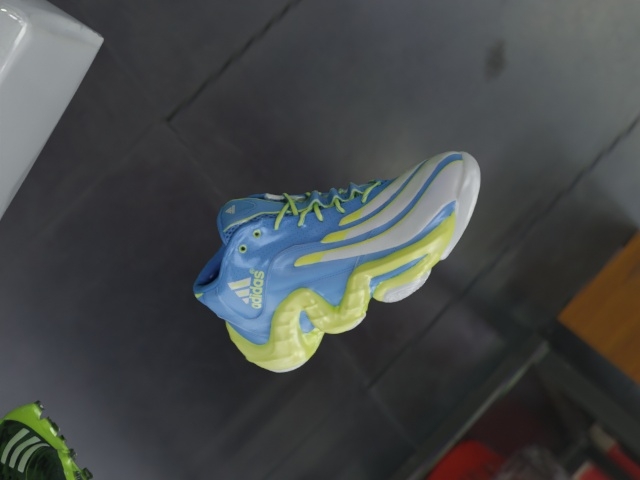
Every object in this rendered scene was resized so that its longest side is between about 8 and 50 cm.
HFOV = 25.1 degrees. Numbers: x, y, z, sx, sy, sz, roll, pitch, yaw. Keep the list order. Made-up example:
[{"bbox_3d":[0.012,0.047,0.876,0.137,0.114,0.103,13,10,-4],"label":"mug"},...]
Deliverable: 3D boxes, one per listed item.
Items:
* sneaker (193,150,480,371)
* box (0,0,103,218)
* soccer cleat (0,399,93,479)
[{"bbox_3d":[0.000,0.000,1.044,0.126,0.091,0.240,35,117,-23],"label":"sneaker"},{"bbox_3d":[-0.244,0.032,0.391,0.345,0.215,0.168,-58,-175,4],"label":"box"},{"bbox_3d":[-0.215,0.180,1.084,0.072,0.179,0.060,-36,117,-12],"label":"soccer cleat"}]
